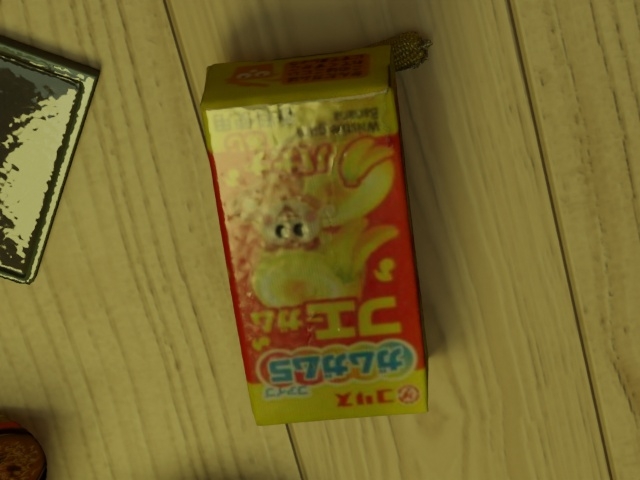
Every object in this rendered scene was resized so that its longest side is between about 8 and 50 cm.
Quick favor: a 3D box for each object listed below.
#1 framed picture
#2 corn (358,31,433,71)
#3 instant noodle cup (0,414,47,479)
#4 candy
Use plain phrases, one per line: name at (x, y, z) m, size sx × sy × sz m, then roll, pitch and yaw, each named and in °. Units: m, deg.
framed picture at (-0.323, -0.089, 1.229) m, size 0.265 × 0.018 × 0.192 m, roll 20°, pitch 111°, yaw -4°
corn at (0.045, -0.134, 1.181) m, size 0.083 × 0.027 × 0.028 m, roll -18°, pitch 101°, yaw 13°
instant noodle cup at (-0.317, 0.259, 1.270) m, size 0.213 × 0.213 × 0.174 m, roll 2°, pitch 118°, yaw 3°
candy at (0.000, 0.000, 1.189) m, size 0.146 × 0.088 × 0.276 m, roll -5°, pitch 117°, yaw 4°
